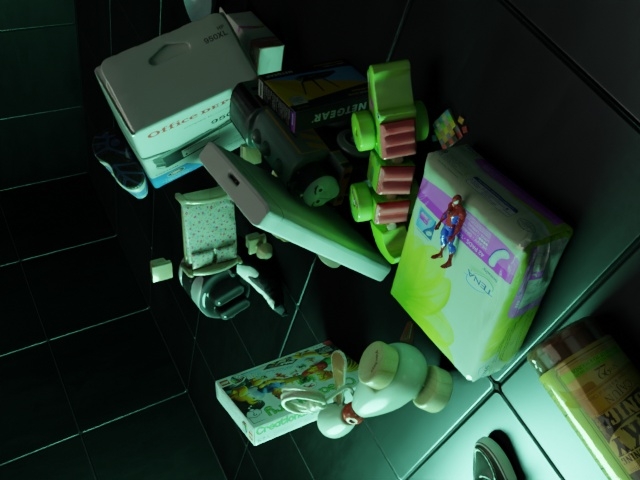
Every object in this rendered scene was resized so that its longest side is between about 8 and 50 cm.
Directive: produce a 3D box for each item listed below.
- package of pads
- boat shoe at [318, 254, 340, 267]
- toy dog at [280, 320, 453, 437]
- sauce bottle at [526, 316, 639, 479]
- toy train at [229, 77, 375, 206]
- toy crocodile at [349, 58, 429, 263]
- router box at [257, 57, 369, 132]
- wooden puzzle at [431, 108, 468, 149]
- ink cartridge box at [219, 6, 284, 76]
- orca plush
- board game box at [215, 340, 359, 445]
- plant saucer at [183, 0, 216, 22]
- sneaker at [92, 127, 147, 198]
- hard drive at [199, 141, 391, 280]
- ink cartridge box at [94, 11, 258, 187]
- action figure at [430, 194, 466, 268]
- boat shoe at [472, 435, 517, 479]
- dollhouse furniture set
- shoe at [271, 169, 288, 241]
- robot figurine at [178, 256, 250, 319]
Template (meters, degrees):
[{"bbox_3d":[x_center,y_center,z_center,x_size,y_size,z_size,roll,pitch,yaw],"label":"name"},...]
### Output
[{"bbox_3d":[0.229,0.040,0.960,0.229,0.101,0.296,50,146,38],"label":"package of pads"},{"bbox_3d":[0.000,0.000,1.393,0.137,0.049,0.043,51,-174,-13],"label":"boat shoe"},{"bbox_3d":[0.102,0.265,1.246,0.333,0.161,0.220,-21,128,35],"label":"toy dog"},{"bbox_3d":[0.394,0.257,0.774,0.344,0.111,0.111,57,149,23],"label":"sauce bottle"},{"bbox_3d":[-0.035,-0.193,1.211,0.334,0.190,0.142,55,148,30],"label":"toy train"},{"bbox_3d":[0.115,-0.120,1.035,0.105,0.115,0.341,-113,19,-57],"label":"toy crocodile"},{"bbox_3d":[-0.002,-0.259,1.126,0.133,0.179,0.046,50,147,35],"label":"router box"},{"bbox_3d":[0.198,-0.172,0.995,0.049,0.006,0.083,67,152,11],"label":"wooden puzzle"},{"bbox_3d":[-0.161,-0.436,1.439,0.198,0.067,0.115,52,146,32],"label":"ink cartridge box"},{"bbox_3d":[-0.163,0.067,1.698,0.102,0.151,0.287,-53,50,20],"label":"orca plush"},{"bbox_3d":[-0.055,0.330,1.424,0.193,0.305,0.053,31,129,51],"label":"board game box"},{"bbox_3d":[-0.300,-0.636,1.612,0.195,0.037,0.195,40,139,47],"label":"plant saucer"},{"bbox_3d":[-0.482,-0.183,1.536,0.211,0.080,0.081,56,168,24],"label":"sneaker"},{"bbox_3d":[-0.039,-0.047,1.182,0.047,0.353,0.233,-52,49,10],"label":"hard drive"},{"bbox_3d":[-0.302,-0.293,1.422,0.166,0.285,0.395,60,168,5],"label":"ink cartridge box"},{"bbox_3d":[0.178,-0.014,0.884,0.038,0.030,0.115,-126,35,-45],"label":"action figure"},{"bbox_3d":[0.293,0.458,1.103,0.080,0.076,0.229,6,110,60],"label":"boat shoe"},{"bbox_3d":[-0.192,-0.051,1.405,0.174,0.355,0.303,40,138,45],"label":"dollhouse furniture set"},{"bbox_3d":[-0.078,-0.109,1.344,0.058,0.076,0.219,18,104,55],"label":"shoe"},{"bbox_3d":[-0.321,0.126,1.947,0.278,0.173,0.209,37,113,48],"label":"robot figurine"}]
